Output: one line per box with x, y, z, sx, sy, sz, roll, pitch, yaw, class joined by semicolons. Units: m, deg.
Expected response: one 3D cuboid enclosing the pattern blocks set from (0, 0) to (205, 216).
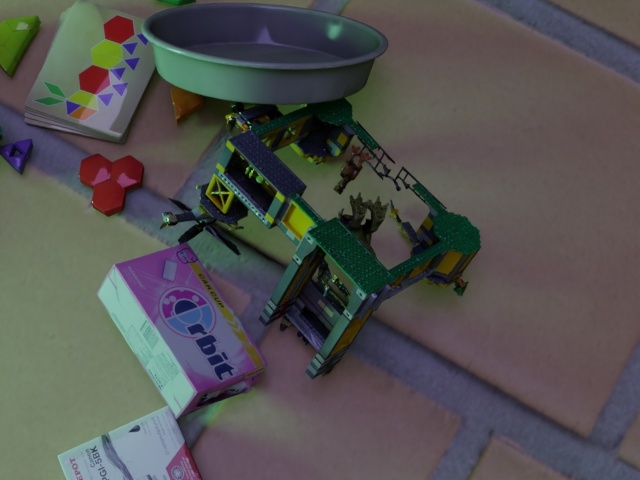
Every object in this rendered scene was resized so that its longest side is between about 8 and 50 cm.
-0.285;-0.212;1.464;0.285;0.026;0.325;27;71;9;pattern blocks set

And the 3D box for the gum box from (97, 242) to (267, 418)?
-0.154;0.103;1.301;0.107;0.062;0.188;-19;66;-43;gum box

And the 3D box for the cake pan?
-0.067;-0.225;1.372;0.293;0.054;0.293;4;24;-2;cake pan

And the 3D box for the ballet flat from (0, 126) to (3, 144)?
-0.468;-0.187;1.427;0.073;0.080;0.232;-44;60;23;ballet flat

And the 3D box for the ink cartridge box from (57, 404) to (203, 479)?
-0.208;0.257;1.268;0.135;0.056;0.099;-24;72;-10;ink cartridge box

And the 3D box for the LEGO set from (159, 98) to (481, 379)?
0.000;0.000;1.338;0.331;0.192;0.255;41;45;11;LEGO set
